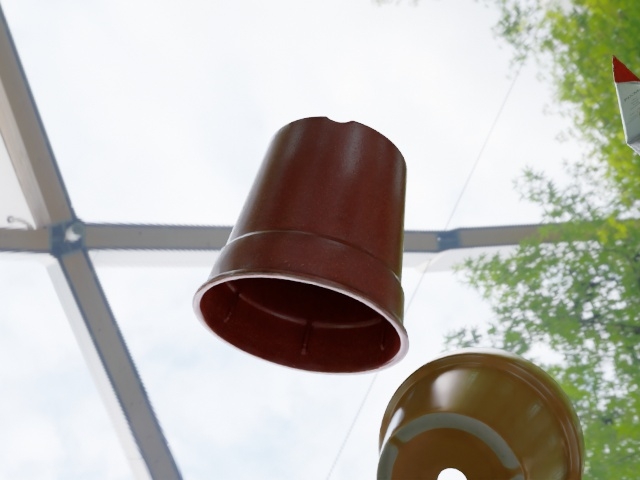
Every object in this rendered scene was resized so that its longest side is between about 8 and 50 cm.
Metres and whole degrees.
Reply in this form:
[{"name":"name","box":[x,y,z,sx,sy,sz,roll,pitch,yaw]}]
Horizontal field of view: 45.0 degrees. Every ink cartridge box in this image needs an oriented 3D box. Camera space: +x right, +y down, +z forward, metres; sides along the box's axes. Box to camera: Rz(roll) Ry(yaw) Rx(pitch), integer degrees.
[{"name":"ink cartridge box","box":[0.388,-0.126,0.842,0.145,0.045,0.179,34,-137,-18]}]

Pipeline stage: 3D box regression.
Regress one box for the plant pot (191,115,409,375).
[{"name":"plant pot","box":[0.000,0.000,1.013,0.272,0.272,0.265,20,-121,-12]}]

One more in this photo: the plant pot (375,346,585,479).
[{"name":"plant pot","box":[0.139,0.211,0.726,0.205,0.188,0.205,-1,-93,20]}]
